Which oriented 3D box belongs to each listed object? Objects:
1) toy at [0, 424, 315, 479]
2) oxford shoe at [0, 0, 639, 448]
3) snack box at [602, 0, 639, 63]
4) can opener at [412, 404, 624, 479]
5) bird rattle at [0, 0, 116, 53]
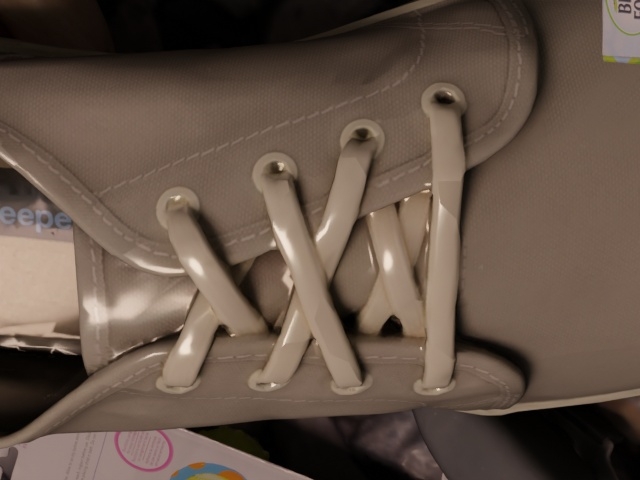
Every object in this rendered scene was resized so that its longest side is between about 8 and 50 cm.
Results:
[{"bbox_3d":[-0.042,0.135,0.765,0.237,0.056,0.137,24,126,4],"label":"toy"},{"bbox_3d":[0.000,0.000,0.550,0.449,0.130,0.169,0,111,5],"label":"oxford shoe"},{"bbox_3d":[0.109,-0.136,0.472,0.037,0.100,0.141,8,125,22],"label":"snack box"},{"bbox_3d":[0.138,0.147,0.606,0.280,0.093,0.074,38,110,34],"label":"can opener"},{"bbox_3d":[-0.182,-0.077,0.677,0.207,0.143,0.253,-3,108,15],"label":"bird rattle"}]
